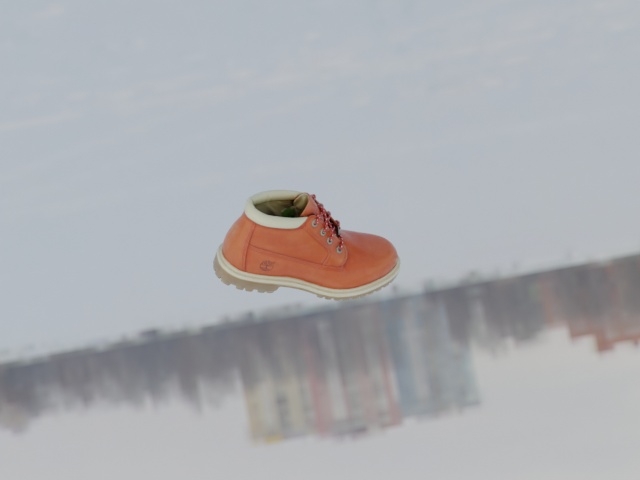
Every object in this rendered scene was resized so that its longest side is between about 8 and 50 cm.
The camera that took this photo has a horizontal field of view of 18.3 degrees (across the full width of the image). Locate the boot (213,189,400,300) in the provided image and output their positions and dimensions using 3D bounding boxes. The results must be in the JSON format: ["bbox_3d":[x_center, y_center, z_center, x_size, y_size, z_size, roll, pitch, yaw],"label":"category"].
[{"bbox_3d":[0.000,0.000,1.591,0.158,0.059,0.084,2,131,-24],"label":"boot"}]
